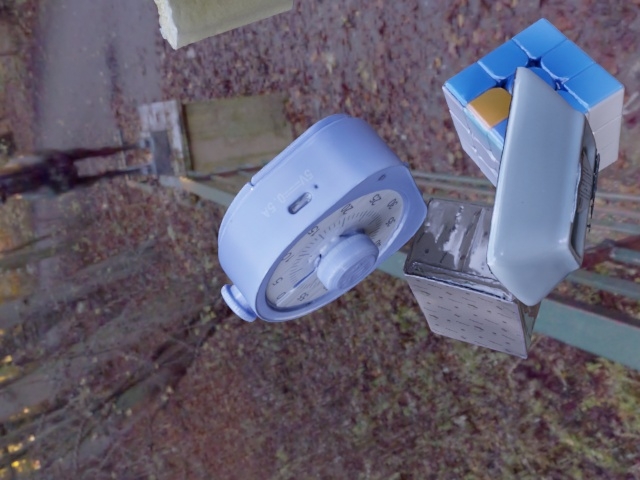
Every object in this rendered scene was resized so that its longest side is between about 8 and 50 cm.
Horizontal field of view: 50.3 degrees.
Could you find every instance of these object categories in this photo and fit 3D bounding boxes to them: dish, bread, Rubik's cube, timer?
[{"bbox_3d":[0.269,-0.056,0.789,0.080,0.182,0.243,2,73,33],"label":"dish"},{"bbox_3d":[-0.129,-0.333,0.859,0.060,0.178,0.140,22,132,58],"label":"bread"},{"bbox_3d":[0.510,-0.287,1.639,0.290,0.291,0.291,58,-177,33],"label":"Rubik's cube"},{"bbox_3d":[0.000,0.000,1.153,0.173,0.395,0.395,51,146,21],"label":"timer"}]

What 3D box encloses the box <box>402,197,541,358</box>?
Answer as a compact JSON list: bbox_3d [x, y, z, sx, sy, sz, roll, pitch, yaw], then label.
[{"bbox_3d":[0.323,0.078,1.385,0.225,0.191,0.297,12,156,27],"label":"box"}]
